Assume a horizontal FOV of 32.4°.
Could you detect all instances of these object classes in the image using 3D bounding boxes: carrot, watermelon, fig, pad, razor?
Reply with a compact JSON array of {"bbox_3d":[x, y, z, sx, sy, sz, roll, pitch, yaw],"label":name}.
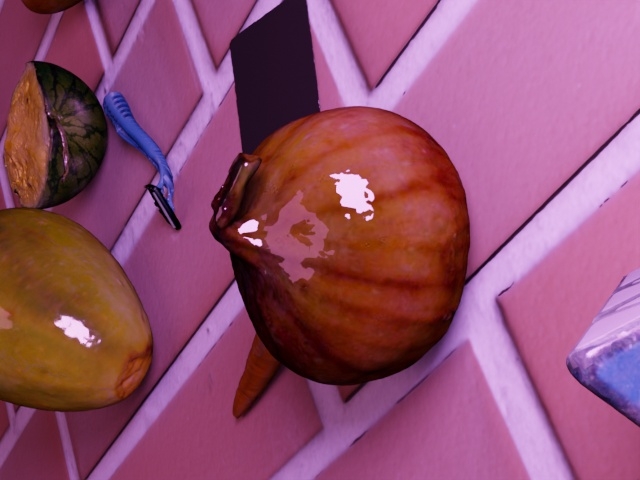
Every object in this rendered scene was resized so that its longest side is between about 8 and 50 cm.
[{"bbox_3d":[-0.061,0.128,1.174,0.048,0.048,0.216,61,142,36],"label":"carrot"},{"bbox_3d":[-0.364,-0.146,1.541,0.232,0.127,0.204,-24,70,55],"label":"watermelon"},{"bbox_3d":[-0.352,0.098,1.430,0.326,0.258,0.258,24,111,33],"label":"fig"},{"bbox_3d":[0.013,0.002,0.929,0.235,0.214,0.235,43,149,35],"label":"fig"},{"bbox_3d":[-0.046,-0.129,1.180,0.164,0.004,0.243,-20,74,54],"label":"pad"},{"bbox_3d":[-0.232,-0.117,1.427,0.253,0.042,0.082,54,173,43],"label":"razor"}]

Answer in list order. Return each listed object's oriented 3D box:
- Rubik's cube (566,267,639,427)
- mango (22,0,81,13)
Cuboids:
[{"bbox_3d":[0.267,0.061,0.598,0.233,0.229,0.228,76,-150,-50],"label":"Rubik's cube"},{"bbox_3d":[-0.343,-0.415,1.524,0.267,0.111,0.133,-54,32,37],"label":"mango"}]
